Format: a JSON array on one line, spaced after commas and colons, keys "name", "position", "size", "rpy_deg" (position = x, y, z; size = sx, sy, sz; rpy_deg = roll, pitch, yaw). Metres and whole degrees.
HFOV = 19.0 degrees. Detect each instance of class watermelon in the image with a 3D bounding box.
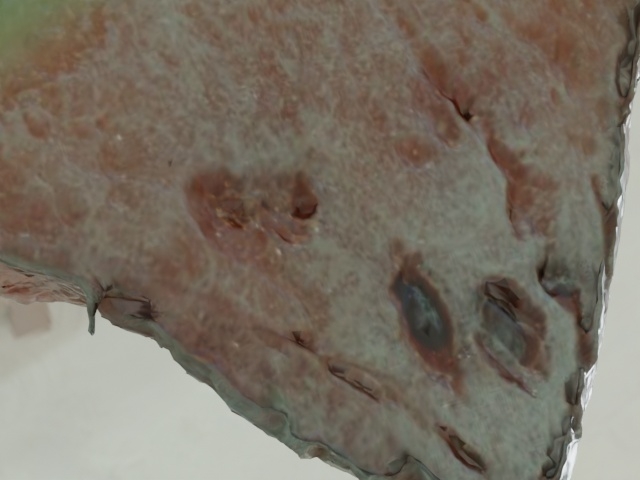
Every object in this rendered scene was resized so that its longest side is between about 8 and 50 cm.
[{"name": "watermelon", "position": [0.000, 0.000, 0.375], "size": [0.187, 0.139, 0.071], "rpy_deg": [-19, -10, -24]}]
